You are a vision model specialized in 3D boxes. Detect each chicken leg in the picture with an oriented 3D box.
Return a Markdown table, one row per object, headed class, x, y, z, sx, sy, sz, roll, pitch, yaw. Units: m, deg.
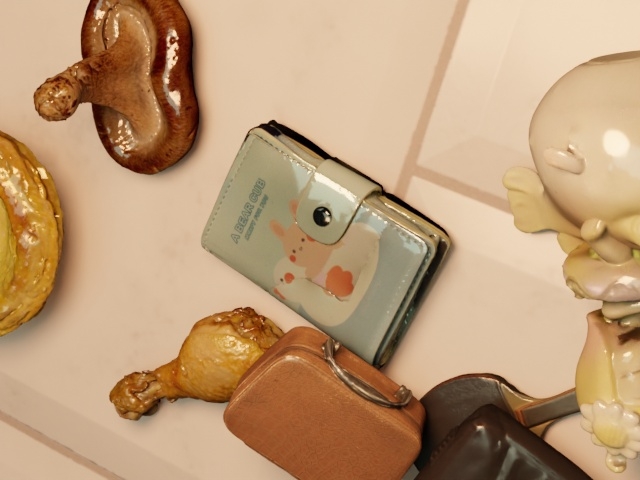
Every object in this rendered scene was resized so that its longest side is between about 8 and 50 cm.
| class | x | y | z | sx | sy | sz | roll | pitch | yaw |
| --- | --- | --- | --- | --- | --- | --- | --- | --- | --- |
| chicken leg | -0.143 | 0.152 | 1.355 | 0.251 | 0.087 | 0.107 | -25 | 90 | 29 |

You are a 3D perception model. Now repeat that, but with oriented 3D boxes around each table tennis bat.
| class | x | y | z | sx | sy | sz | roll | pitch | yaw |
| --- | --- | --- | --- | --- | --- | --- | --- | --- | --- |
| table tennis bat | 0.188 | 0.194 | 1.237 | 0.220 | 0.019 | 0.130 | -25 | 87 | 28 |

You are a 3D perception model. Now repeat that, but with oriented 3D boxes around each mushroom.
| class | x | y | z | sx | sy | sz | roll | pitch | yaw |
| --- | --- | --- | --- | --- | --- | --- | --- | --- | --- |
| mushroom | -0.231 | -0.180 | 1.277 | 0.148 | 0.217 | 0.227 | -12 | 91 | 27 |

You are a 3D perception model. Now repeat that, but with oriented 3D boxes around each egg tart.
| class | x | y | z | sx | sy | sz | roll | pitch | yaw |
| --- | --- | --- | --- | --- | --- | --- | --- | --- | --- |
| egg tart | -0.419 | -0.018 | 1.446 | 0.294 | 0.123 | 0.294 | 6 | 103 | 25 |

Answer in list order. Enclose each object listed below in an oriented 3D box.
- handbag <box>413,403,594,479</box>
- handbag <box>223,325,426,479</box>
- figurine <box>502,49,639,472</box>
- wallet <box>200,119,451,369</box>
| class | x | y | z | sx | sy | sz | roll | pitch | yaw |
| --- | --- | --- | --- | --- | --- | --- | --- | --- | --- |
| handbag | 0.184 | 0.324 | 1.211 | 0.244 | 0.088 | 0.275 | 37 | 111 | 8 |
| handbag | 0.012 | 0.185 | 1.243 | 0.193 | 0.072 | 0.151 | 38 | 117 | -7 |
| figurine | 0.276 | 0.021 | 1.109 | 0.274 | 0.227 | 0.394 | 16 | 118 | 54 |
| wallet | 0.000 | 0.000 | 1.274 | 0.250 | 0.075 | 0.176 | 34 | 115 | 18 |
